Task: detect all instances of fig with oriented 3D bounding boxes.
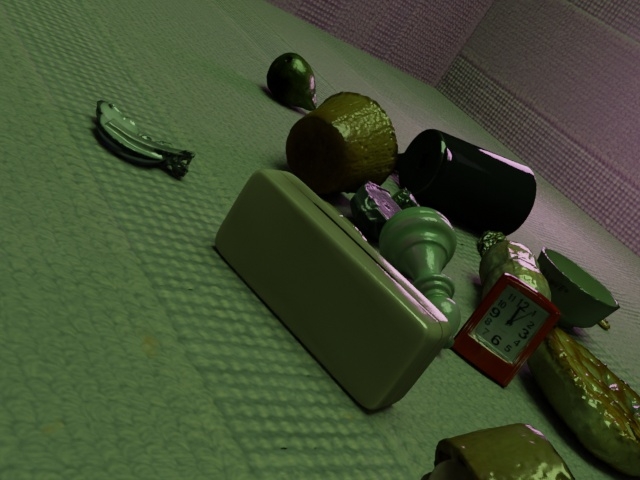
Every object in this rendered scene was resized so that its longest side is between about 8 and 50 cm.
[{"bbox_3d":[-0.060,-0.402,1.977,0.156,0.123,0.123,37,16,-30],"label":"fig"}]

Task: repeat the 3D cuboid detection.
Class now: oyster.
[{"bbox_3d":[0.435,0.025,1.860,0.105,0.056,0.177,25,25,-2],"label":"oyster"}]

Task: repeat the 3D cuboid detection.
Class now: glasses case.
[{"bbox_3d":[0.007,0.055,0.997,0.336,0.144,0.076,45,24,26],"label":"glasses case"}]

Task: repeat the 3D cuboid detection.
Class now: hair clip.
[{"bbox_3d":[-0.277,-0.155,1.178,0.172,0.049,0.116,27,16,-11],"label":"hair clip"}]

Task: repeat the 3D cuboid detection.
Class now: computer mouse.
[{"bbox_3d":[0.116,-0.045,1.502,0.126,0.071,0.231,55,17,17],"label":"computer mouse"}]

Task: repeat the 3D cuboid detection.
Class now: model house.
[{"bbox_3d":[0.188,-0.068,1.694,0.083,0.066,0.079,51,8,-6],"label":"model house"}]

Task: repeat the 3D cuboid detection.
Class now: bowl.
[{"bbox_3d":[0.557,0.122,1.734,0.211,0.112,0.211,29,21,-12],"label":"bowl"}]

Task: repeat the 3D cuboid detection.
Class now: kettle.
[{"bbox_3d":[0.360,-0.166,1.969,0.307,0.203,0.262,20,26,-26],"label":"kettle"}]

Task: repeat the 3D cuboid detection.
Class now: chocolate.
[{"bbox_3d":[0.383,0.084,1.523,0.134,0.134,0.309,33,22,-3],"label":"chocolate"}]

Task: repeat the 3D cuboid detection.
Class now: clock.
[{"bbox_3d":[0.300,0.140,1.241,0.113,0.155,0.061,37,11,7],"label":"clock"}]

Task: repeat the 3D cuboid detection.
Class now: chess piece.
[{"bbox_3d":[0.181,0.075,1.282,0.139,0.139,0.272,24,34,-25],"label":"chess piece"}]

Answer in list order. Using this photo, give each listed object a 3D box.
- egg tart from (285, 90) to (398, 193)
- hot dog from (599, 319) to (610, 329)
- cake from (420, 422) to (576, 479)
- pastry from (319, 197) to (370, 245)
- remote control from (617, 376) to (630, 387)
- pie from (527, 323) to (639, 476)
[{"bbox_3d":[0.033,-0.184,1.522,0.215,0.215,0.170,41,36,19],"label":"egg tart"},{"bbox_3d":[0.696,0.191,1.922,0.037,0.021,0.083,7,34,-53],"label":"hot dog"},{"bbox_3d":[0.148,0.283,0.696,0.185,0.178,0.208,-130,-163,-71],"label":"cake"},{"bbox_3d":[0.000,0.000,1.141,0.165,0.088,0.166,41,-9,8],"label":"pastry"},{"bbox_3d":[0.522,0.241,1.536,0.245,0.025,0.063,34,19,1],"label":"remote control"},{"bbox_3d":[0.474,0.275,1.303,0.315,0.092,0.315,35,19,-14],"label":"pie"}]
